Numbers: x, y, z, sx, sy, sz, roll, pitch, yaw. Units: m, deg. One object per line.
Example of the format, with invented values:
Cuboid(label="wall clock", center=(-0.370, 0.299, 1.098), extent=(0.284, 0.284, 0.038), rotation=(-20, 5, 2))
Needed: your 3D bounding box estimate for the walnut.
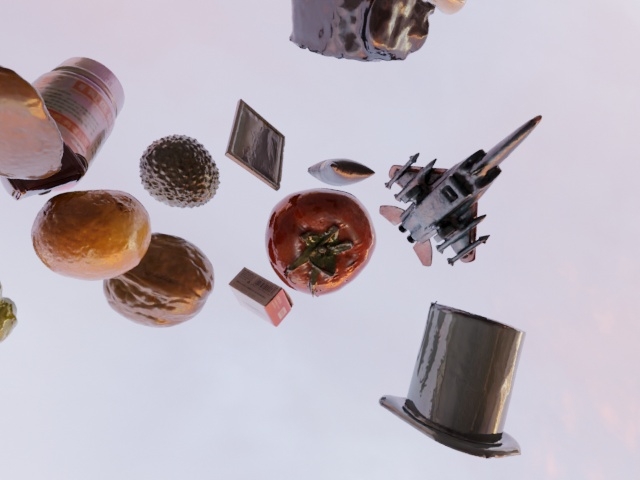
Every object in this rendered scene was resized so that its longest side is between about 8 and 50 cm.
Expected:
Cuboid(label="walnut", center=(-0.486, 0.119, 1.241), extent=(0.313, 0.277, 0.252), rotation=(26, -148, -22))

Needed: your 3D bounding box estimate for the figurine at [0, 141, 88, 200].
Cuboid(label="figurine", center=(-0.529, -0.127, 0.799), extent=(0.082, 0.098, 0.154), rotation=(52, -135, 3))

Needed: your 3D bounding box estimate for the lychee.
Cuboid(label="lychee", center=(-0.484, -0.231, 1.411), extent=(0.255, 0.255, 0.274), rotation=(-34, -112, -26))

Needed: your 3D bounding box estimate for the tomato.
Cuboid(label="tomato", center=(0.000, 0.000, 1.269), extent=(0.341, 0.273, 0.342), rotation=(-1, -80, -4))

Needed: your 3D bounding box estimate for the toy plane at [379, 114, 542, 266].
Cuboid(label="toy plane", center=(0.221, -0.082, 0.668), extent=(0.104, 0.326, 0.223), rotation=(-32, -102, -32))

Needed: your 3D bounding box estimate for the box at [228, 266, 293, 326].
Cuboid(label="box", center=(-0.192, 0.180, 1.331), extent=(0.182, 0.133, 0.099), rotation=(23, -121, 33))

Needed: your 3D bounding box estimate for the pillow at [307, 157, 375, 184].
Cuboid(label="pillow", center=(0.074, -0.259, 1.551), extent=(0.185, 0.250, 0.106), rotation=(4, -85, -21))

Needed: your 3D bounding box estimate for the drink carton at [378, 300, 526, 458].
Cuboid(label="drink carton", center=(0.234, 0.213, 0.655), extent=(0.185, 0.191, 0.190), rotation=(22, -96, -31))

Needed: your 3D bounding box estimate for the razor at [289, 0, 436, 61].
Cuboid(label="razor", center=(0.050, -0.343, 0.376), extent=(0.107, 0.327, 0.189), rotation=(-13, -142, -38))

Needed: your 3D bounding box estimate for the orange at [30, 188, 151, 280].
Cuboid(label="orange", center=(-0.460, -0.014, 0.836), extent=(0.219, 0.219, 0.193), rotation=(-24, -81, -25))

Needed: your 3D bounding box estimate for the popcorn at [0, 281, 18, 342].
Cuboid(label="popcorn", center=(-0.823, 0.107, 0.896), extent=(0.225, 0.286, 0.174), rotation=(4, -149, 15))

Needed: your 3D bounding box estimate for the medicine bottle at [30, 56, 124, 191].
Cuboid(label="medicine bottle", center=(-0.690, -0.327, 1.109), extent=(0.219, 0.219, 0.388), rotation=(12, -138, -15))

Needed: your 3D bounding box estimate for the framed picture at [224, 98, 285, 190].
Cuboid(label="framed picture", center=(-0.184, -0.285, 1.216), extent=(0.192, 0.018, 0.266), rotation=(34, -141, -34))

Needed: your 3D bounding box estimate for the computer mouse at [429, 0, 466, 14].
Cuboid(label="computer mouse", center=(0.222, -0.554, 0.850), extent=(0.145, 0.082, 0.237), rotation=(18, -144, -31))

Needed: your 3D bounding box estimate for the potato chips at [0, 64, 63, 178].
Cuboid(label="potato chips", center=(-0.402, -0.140, 0.501), extent=(0.150, 0.202, 0.049), rotation=(19, -130, -22))
